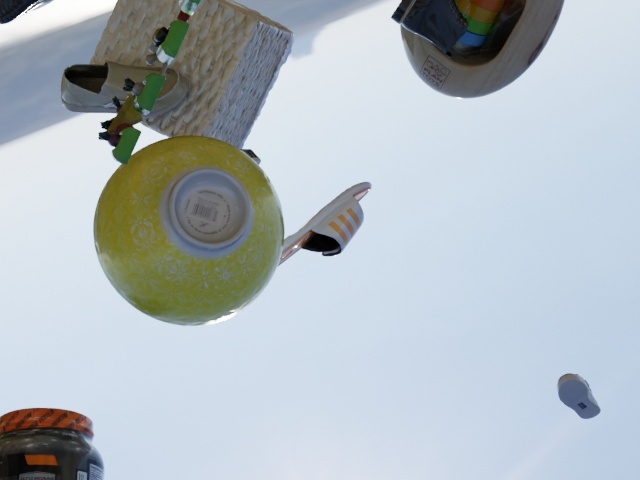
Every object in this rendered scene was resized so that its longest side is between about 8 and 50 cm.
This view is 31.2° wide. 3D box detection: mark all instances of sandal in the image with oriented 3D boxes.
[{"bbox_3d":[-0.002,0.004,1.915,0.265,0.076,0.102,-39,173,-18],"label":"sandal"}]

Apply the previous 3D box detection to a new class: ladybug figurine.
[{"bbox_3d":[0.323,-0.471,2.223,0.162,0.305,0.449,-43,169,-46],"label":"ladybug figurine"}]

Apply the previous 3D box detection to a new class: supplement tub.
[{"bbox_3d":[-0.458,0.457,1.860,0.207,0.337,0.207,-3,152,-1],"label":"supplement tub"}]

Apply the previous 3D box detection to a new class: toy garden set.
[{"bbox_3d":[-0.212,-0.213,1.397,0.244,0.049,0.204,-66,-168,-1],"label":"toy garden set"}]

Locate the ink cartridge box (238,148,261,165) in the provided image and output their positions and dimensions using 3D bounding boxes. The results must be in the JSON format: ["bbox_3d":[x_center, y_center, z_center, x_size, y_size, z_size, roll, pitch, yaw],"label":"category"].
[{"bbox_3d":[-0.238,-0.081,2.133,0.206,0.045,0.208,-4,134,-45],"label":"ink cartridge box"}]

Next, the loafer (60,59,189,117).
[{"bbox_3d":[-0.399,-0.308,2.290,0.269,0.101,0.092,-3,149,7],"label":"loafer"}]

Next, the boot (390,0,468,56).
[{"bbox_3d":[0.241,-0.451,2.108,0.198,0.137,0.077,-52,-177,30],"label":"boot"}]

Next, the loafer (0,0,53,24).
[{"bbox_3d":[-0.326,-0.341,1.405,0.220,0.080,0.078,-18,-165,29],"label":"loafer"}]

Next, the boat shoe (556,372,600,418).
[{"bbox_3d":[0.298,0.174,1.337,0.035,0.100,0.035,-30,-132,17],"label":"boat shoe"}]

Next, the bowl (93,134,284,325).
[{"bbox_3d":[-0.175,-0.030,1.649,0.290,0.289,0.156,-25,176,-21],"label":"bowl"}]

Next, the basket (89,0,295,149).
[{"bbox_3d":[-0.283,-0.385,2.464,0.331,0.328,0.266,-63,170,6],"label":"basket"}]
